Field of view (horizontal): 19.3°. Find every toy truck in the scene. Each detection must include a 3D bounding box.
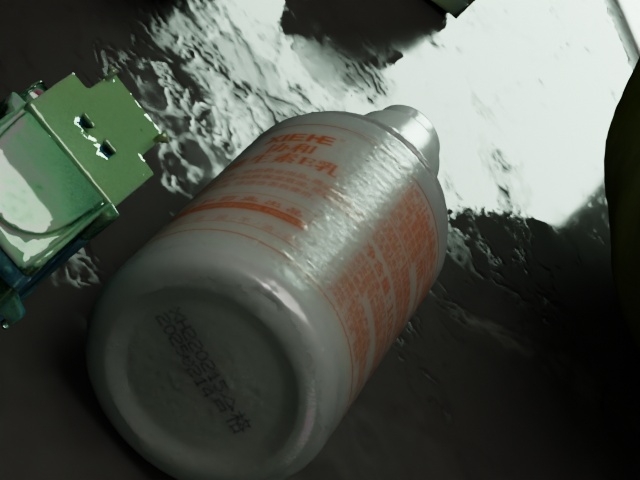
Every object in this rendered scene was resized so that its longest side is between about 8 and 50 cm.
[{"bbox_3d":[-0.100,-0.024,0.694,0.067,0.081,0.175,51,32,-6],"label":"toy truck"}]

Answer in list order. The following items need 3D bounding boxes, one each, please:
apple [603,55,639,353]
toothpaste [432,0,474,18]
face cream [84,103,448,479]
[{"bbox_3d":[0.373,-0.020,0.972,0.473,0.473,0.473,33,36,-28],"label":"apple"},{"bbox_3d":[0.101,-0.263,1.187,0.071,0.089,0.313,34,36,-18],"label":"toothpaste"},{"bbox_3d":[0.000,0.000,0.780,0.101,0.101,0.251,49,32,-5],"label":"face cream"}]
